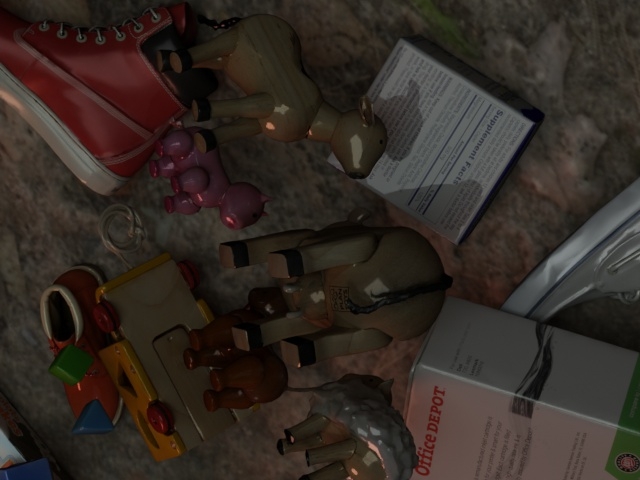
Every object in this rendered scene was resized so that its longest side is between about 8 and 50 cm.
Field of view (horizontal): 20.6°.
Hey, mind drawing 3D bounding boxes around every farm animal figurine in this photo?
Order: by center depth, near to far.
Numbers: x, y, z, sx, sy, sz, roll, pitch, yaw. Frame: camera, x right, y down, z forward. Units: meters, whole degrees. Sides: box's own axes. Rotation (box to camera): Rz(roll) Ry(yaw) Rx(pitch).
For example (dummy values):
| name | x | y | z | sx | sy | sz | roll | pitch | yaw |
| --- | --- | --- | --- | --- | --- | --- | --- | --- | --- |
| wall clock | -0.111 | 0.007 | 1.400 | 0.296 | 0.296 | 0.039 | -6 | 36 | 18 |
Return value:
| name | x | y | z | sx | sy | sz | roll | pitch | yaw |
| --- | --- | --- | --- | --- | --- | --- | --- | --- | --- |
| farm animal figurine | 0.000 | 0.000 | 1.419 | 0.172 | 0.327 | 0.330 | -13 | 117 | -24 |

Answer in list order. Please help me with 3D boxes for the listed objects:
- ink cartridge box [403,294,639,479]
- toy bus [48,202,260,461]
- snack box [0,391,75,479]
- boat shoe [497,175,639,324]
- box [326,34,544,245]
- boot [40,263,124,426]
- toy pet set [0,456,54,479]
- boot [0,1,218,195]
| name | x | y | z | sx | sy | sz | roll | pitch | yaw |
| --- | --- | --- | --- | --- | --- | --- | --- | --- | --- |
| ink cartridge box | 0.184 | 0.153 | 1.473 | 0.219 | 0.092 | 0.160 | 18 | 138 | 10 |
| toy bus | -0.146 | 0.097 | 1.573 | 0.191 | 0.104 | 0.202 | 21 | 69 | -19 |
| snack box | -0.335 | 0.249 | 1.661 | 0.187 | 0.060 | 0.322 | -41 | 87 | 14 |
| boat shoe | 0.256 | 0.010 | 1.470 | 0.258 | 0.095 | 0.084 | -42 | 83 | 16 |
| box | 0.099 | -0.087 | 1.504 | 0.137 | 0.072 | 0.126 | 34 | 105 | 7 |
| boot | -0.221 | 0.105 | 1.602 | 0.059 | 0.084 | 0.158 | -8 | 98 | 13 |
| toy pet set | -0.250 | 0.252 | 1.579 | 0.122 | 0.065 | 0.114 | -12 | 93 | 10 |
| boot | -0.213 | -0.184 | 1.560 | 0.244 | 0.088 | 0.176 | 44 | 105 | -4 |
